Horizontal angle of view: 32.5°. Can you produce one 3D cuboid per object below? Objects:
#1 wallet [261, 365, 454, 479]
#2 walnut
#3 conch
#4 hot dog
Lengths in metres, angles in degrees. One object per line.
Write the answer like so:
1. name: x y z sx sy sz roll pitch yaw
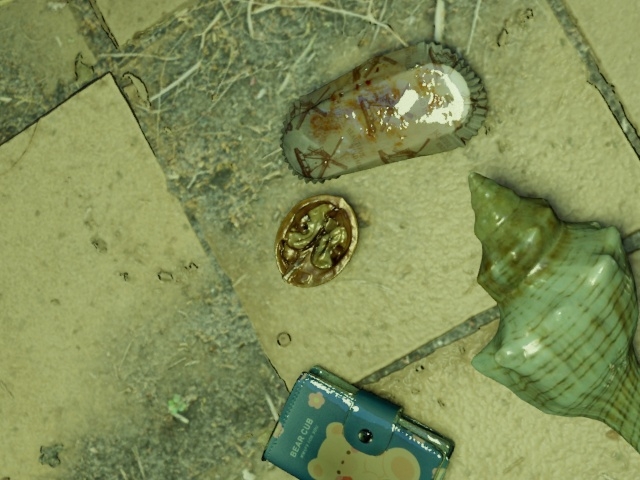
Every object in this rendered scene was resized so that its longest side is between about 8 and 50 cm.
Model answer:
1. wallet: 0.046 0.244 1.274 0.202 0.059 0.141 28 105 16
2. walnut: 0.000 0.000 1.285 0.091 0.052 0.121 40 103 11
3. conch: 0.252 0.101 1.159 0.203 0.169 0.386 -29 80 41
4. hot dog: 0.064 -0.140 1.258 0.252 0.069 0.131 -19 95 19
